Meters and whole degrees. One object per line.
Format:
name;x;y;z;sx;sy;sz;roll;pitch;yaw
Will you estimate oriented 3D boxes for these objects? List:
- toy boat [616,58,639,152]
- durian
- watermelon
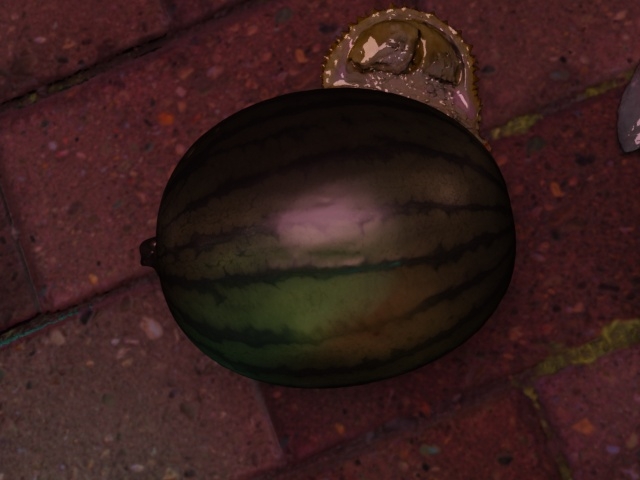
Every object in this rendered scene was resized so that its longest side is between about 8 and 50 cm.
toy boat;0.419;-0.193;1.132;0.282;0.096;0.206;-29;69;15
durian;0.101;-0.158;1.161;0.208;0.102;0.146;36;88;-9
watermelon;0.000;0.000;1.041;0.359;0.279;0.279;-7;77;2
